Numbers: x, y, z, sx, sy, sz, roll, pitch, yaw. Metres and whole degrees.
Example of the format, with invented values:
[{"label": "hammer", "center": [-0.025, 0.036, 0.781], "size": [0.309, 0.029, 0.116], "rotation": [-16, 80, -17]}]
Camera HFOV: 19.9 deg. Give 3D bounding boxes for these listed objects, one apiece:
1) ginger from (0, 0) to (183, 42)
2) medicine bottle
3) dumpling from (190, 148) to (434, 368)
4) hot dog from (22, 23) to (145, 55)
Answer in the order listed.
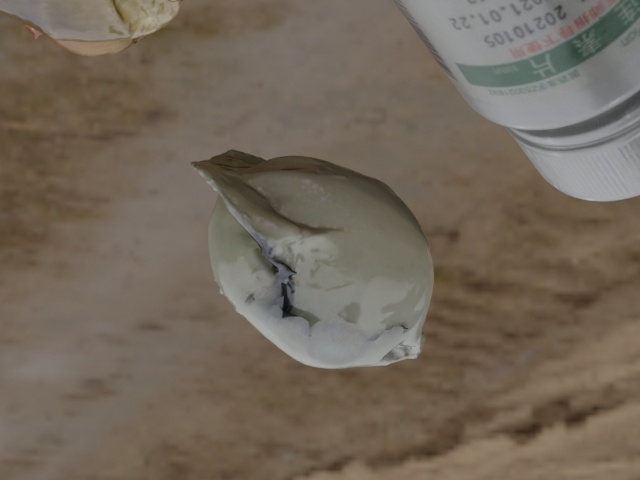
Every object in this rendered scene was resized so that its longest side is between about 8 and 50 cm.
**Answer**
[{"label": "ginger", "center": [-0.207, -0.162, 0.679], "size": [0.333, 0.081, 0.148], "rotation": [22, 173, 15]}, {"label": "medicine bottle", "center": [0.173, -0.197, 1.386], "size": [0.208, 0.208, 0.340], "rotation": [-11, 138, 32]}, {"label": "dumpling", "center": [-0.001, 0.000, 1.092], "size": [0.176, 0.150, 0.092], "rotation": [9, 133, -27]}, {"label": "hot dog", "center": [-0.151, -0.250, 0.966], "size": [0.117, 0.158, 0.349], "rotation": [-15, 144, -14]}]
